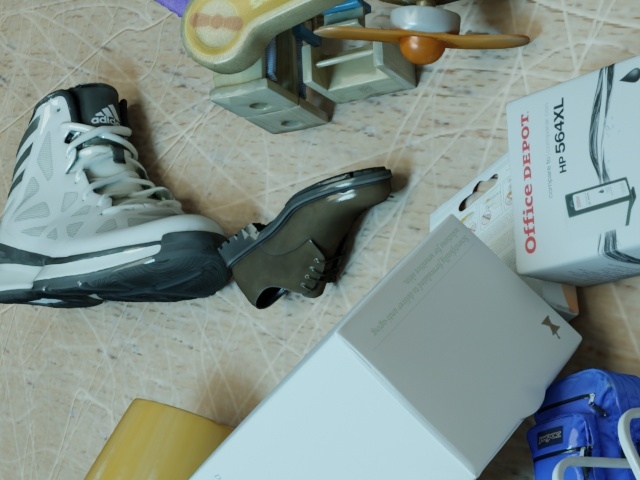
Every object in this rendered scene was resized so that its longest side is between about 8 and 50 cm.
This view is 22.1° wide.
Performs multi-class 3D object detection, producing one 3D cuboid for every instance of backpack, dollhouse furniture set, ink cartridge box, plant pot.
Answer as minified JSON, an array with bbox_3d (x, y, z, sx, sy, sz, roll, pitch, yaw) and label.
[{"bbox_3d":[0.210,0.157,1.240,0.098,0.101,0.120,-22,62,41],"label":"backpack"},{"bbox_3d":[0.003,-0.193,1.586,0.183,0.129,0.129,-9,74,26],"label":"dollhouse furniture set"},{"bbox_3d":[0.242,-0.055,1.251,0.203,0.086,0.148,-18,69,49],"label":"ink cartridge box"},{"bbox_3d":[-0.157,0.266,1.635,0.205,0.205,0.188,3,69,53],"label":"plant pot"},{"bbox_3d":[0.153,0.020,1.407,0.145,0.045,0.179,-41,34,41],"label":"ink cartridge box"}]

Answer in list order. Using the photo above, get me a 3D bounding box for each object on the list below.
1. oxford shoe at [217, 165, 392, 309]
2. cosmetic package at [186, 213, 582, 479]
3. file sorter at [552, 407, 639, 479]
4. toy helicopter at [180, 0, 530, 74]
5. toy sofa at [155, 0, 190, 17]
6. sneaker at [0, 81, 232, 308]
[{"bbox_3d":[0.000,0.000,1.577,0.227,0.083,0.096,-36,74,44],"label":"oxford shoe"},{"bbox_3d":[0.024,0.168,1.342,0.155,0.197,0.365,44,133,4],"label":"cosmetic package"},{"bbox_3d":[0.315,0.150,1.044,0.278,0.173,0.193,-47,49,36],"label":"file sorter"},{"bbox_3d":[0.034,-0.234,1.454,0.355,0.140,0.235,-26,77,21],"label":"toy helicopter"},{"bbox_3d":[-0.177,-0.336,1.782,0.362,0.177,0.150,35,110,49],"label":"toy sofa"},{"bbox_3d":[-0.248,-0.061,1.821,0.447,0.169,0.257,-6,80,54],"label":"sneaker"}]
